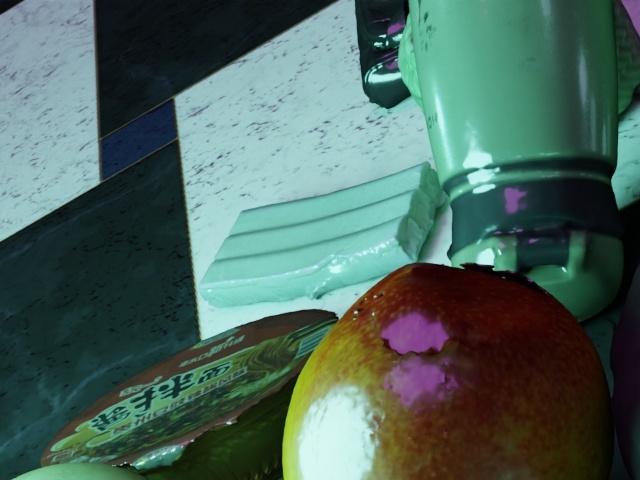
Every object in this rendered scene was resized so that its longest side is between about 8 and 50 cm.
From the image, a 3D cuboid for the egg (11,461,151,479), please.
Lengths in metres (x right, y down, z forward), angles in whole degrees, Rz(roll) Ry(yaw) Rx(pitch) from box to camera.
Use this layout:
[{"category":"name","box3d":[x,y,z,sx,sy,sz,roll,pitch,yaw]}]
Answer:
[{"category":"egg","box3d":[-0.174,0.298,1.353,0.218,0.218,0.295,-25,42,17]}]

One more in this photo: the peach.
[{"category":"peach","box3d":[0.084,0.129,1.238,0.231,0.231,0.231,-25,31,17]}]

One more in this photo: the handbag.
[{"category":"handbag","box3d":[0.154,-0.268,1.962,0.275,0.088,0.244,-24,35,16]}]

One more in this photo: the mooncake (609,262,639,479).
[{"category":"mooncake","box3d":[0.352,0.070,1.148,0.350,0.212,0.381,-23,35,28]}]

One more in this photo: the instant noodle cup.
[{"category":"instant noodle cup","box3d":[-0.088,0.157,1.553,0.274,0.091,0.274,-25,12,6]}]

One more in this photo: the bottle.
[{"category":"bottle","box3d":[0.160,-0.102,1.511,0.168,0.168,0.347,-12,76,34]}]

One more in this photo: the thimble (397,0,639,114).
[{"category":"thimble","box3d":[0.178,-0.176,1.734,0.219,0.150,0.219,-25,32,17]}]

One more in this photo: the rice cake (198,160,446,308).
[{"category":"rice cake","box3d":[0.000,0.000,1.767,0.237,0.043,0.127,-13,36,35]}]
